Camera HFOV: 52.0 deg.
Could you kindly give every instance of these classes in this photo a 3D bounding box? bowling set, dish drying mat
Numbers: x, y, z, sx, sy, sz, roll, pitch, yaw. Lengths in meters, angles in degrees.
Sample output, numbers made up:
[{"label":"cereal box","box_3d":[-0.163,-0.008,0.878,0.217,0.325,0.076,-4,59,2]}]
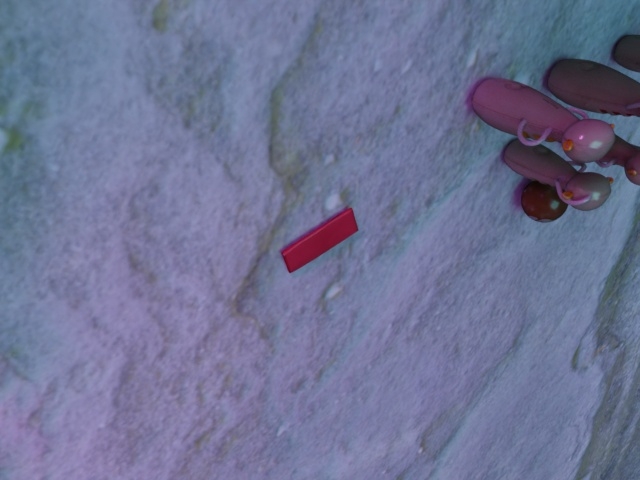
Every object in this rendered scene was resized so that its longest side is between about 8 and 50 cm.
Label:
[{"label":"bowling set","box_3d":[0.303,-0.092,0.701,0.286,0.154,0.200,-24,129,-22]},{"label":"dish drying mat","box_3d":[0.000,0.000,0.641,0.083,0.008,0.032,-33,133,-16]}]
